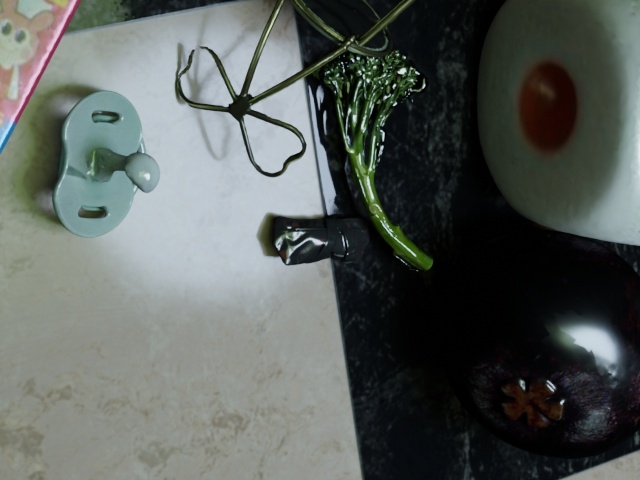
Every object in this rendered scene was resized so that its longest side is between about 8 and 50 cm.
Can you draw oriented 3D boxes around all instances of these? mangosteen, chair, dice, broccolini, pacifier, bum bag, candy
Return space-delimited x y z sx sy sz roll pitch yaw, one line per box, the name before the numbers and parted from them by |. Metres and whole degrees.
mangosteen | 0.276 0.099 1.678 0.275 0.275 0.302 63 36 -22
chair | 0.013 -0.242 1.517 0.160 0.170 0.326 42 116 -1
dice | 0.375 -0.149 1.624 0.304 0.304 0.277 -4 101 -26
broccolini | 0.087 -0.096 1.628 0.123 0.062 0.272 -23 104 -5
pacifier | -0.202 -0.072 1.461 0.126 0.116 0.150 11 91 -54
bum bag | 0.001 0.000 1.619 0.124 0.034 0.058 -3 87 -27
candy | -0.314 -0.244 1.378 0.157 0.100 0.306 29 85 -27
